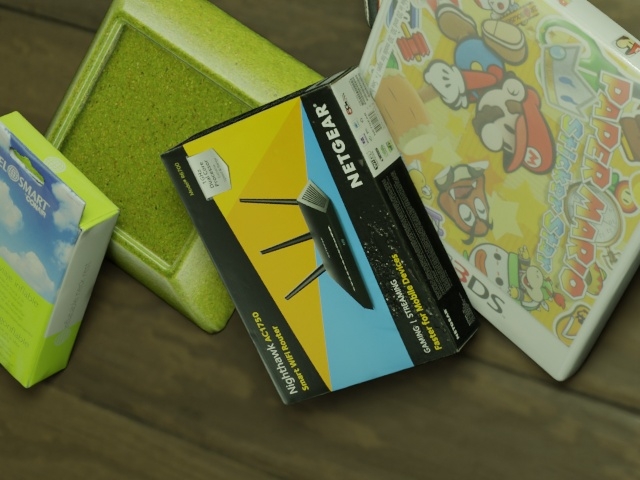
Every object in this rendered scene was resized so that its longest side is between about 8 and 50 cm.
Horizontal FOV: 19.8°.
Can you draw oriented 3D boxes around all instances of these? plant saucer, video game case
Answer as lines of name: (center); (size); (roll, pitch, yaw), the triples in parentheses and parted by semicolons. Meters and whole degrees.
plant saucer: (-0.105, -0.063, 1.206); (0.188, 0.045, 0.188); (35, 106, 21)
video game case: (0.104, -0.055, 1.052); (0.206, 0.026, 0.227); (41, 139, 19)

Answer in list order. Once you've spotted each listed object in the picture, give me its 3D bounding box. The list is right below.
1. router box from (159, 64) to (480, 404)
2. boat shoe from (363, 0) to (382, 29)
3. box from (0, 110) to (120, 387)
router box: (0.000, 0.000, 1.117); (0.133, 0.046, 0.179); (-20, 101, 32)
boat shoe: (0.036, -0.193, 1.133); (0.043, 0.049, 0.137); (0, 89, 29)
box: (-0.197, 0.001, 1.218); (0.109, 0.042, 0.178); (42, 133, 19)
